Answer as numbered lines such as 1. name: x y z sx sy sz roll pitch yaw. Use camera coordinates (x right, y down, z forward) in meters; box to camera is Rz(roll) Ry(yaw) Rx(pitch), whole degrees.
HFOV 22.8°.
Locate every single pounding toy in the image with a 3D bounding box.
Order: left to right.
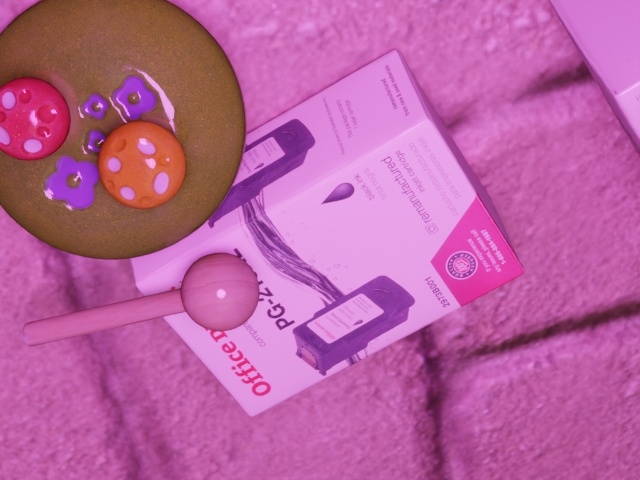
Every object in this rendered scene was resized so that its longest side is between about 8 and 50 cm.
1. pounding toy: -0.138 -0.040 1.013 0.183 0.110 0.237 -8 102 5

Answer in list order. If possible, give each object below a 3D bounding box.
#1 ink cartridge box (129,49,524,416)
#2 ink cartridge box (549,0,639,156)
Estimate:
1. ink cartridge box: 0.000 0.000 1.156 0.237 0.100 0.172 -29 129 9
2. ink cartridge box: 0.289 -0.114 1.098 0.171 0.168 0.232 -32 131 10
